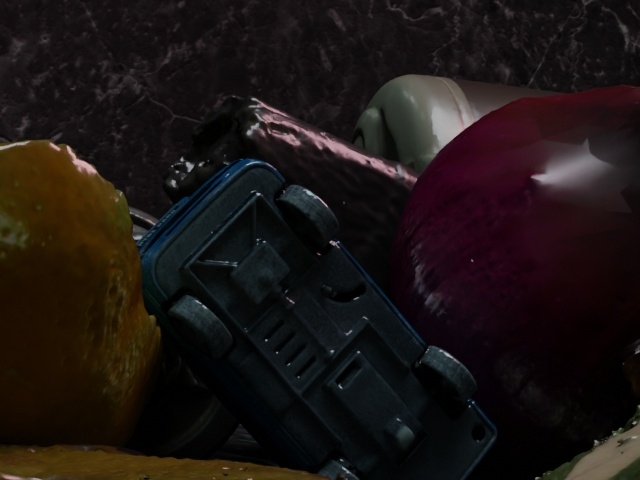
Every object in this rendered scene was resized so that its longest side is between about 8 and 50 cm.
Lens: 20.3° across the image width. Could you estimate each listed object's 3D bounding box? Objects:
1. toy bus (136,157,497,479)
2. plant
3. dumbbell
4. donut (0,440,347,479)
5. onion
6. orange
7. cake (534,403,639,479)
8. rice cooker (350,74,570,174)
[{"bbox_3d":[-0.014,0.069,1.112,0.246,0.113,0.134,49,-17,-17],"label":"toy bus"},{"bbox_3d":[0.000,0.000,1.381,0.256,0.164,0.142,40,-17,-30],"label":"plant"},{"bbox_3d":[-0.155,0.067,1.332,0.179,0.179,0.406,6,3,-13],"label":"dumbbell"},{"bbox_3d":[-0.112,0.144,0.781,0.272,0.107,0.272,7,-2,0],"label":"donut"},{"bbox_3d":[0.236,0.006,1.226,0.348,0.385,0.348,16,38,-13],"label":"onion"},{"bbox_3d":[-0.220,0.049,0.981,0.262,0.196,0.334,-1,-33,-3],"label":"orange"},{"bbox_3d":[0.155,0.108,0.783,0.283,0.172,0.158,11,-21,-27],"label":"cake"},{"bbox_3d":[0.161,0.015,1.646,0.325,0.335,0.335,7,3,-15],"label":"rice cooker"}]
